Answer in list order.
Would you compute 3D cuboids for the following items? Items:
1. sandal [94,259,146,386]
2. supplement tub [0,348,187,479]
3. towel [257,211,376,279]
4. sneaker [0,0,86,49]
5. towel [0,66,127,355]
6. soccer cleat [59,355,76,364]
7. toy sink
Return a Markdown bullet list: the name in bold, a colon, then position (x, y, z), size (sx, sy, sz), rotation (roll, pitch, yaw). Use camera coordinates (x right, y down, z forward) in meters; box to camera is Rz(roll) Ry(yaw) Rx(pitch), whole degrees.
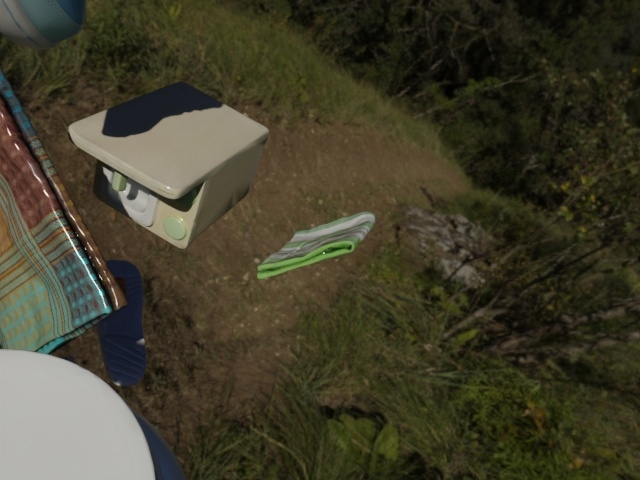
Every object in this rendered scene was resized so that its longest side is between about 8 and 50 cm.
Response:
- **sandal**: position (-0.394, 0.160, 1.044), size (0.101, 0.076, 0.265), rotation (8, 53, -35)
- **supplement tub**: position (-0.199, 0.243, 0.371), size (0.325, 0.235, 0.236), rotation (101, -2, -47)
- **towel**: position (0.000, 0.000, 0.612), size (0.152, 0.113, 0.023), rotation (-42, 112, -72)
- **sneaker**: position (-0.127, -0.257, 0.329), size (0.319, 0.208, 0.127), rotation (104, -20, -52)
- **towel**: position (-0.363, 0.012, 0.571), size (0.040, 0.370, 0.272), rotation (-32, 94, -53)
- **soccer cleat**: position (-0.429, 0.212, 0.934), size (0.035, 0.083, 0.029), rotation (-46, 125, -48)
- **toy sink**: position (-0.198, -0.093, 0.722), size (0.152, 0.131, 0.234), rotation (29, 35, 5)
